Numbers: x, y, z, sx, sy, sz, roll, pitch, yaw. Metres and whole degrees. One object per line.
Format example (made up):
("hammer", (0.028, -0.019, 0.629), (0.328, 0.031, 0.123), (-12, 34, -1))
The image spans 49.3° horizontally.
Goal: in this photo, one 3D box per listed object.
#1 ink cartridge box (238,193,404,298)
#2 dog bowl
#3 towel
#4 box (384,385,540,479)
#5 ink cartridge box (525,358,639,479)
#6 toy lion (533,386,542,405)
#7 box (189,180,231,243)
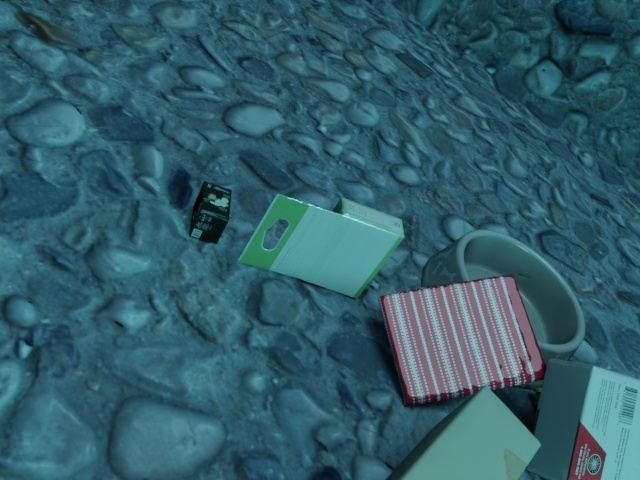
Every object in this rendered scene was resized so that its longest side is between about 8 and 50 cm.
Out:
("ink cartridge box", (0.000, 0.000, 1.191), (0.235, 0.171, 0.056), (20, 39, -18))
("dog bowl", (0.377, 0.121, 1.403), (0.349, 0.102, 0.348), (20, 40, -18))
("towel", (0.248, 0.168, 1.210), (0.275, 0.031, 0.198), (-7, 67, -16))
("box", (0.167, 0.345, 0.963), (0.121, 0.148, 0.311), (47, 40, 14))
("ink cartridge box", (0.506, 0.331, 1.182), (0.273, 0.114, 0.196), (19, 81, -19))
("toy lion", (0.447, 0.288, 1.275), (0.100, 0.096, 0.034), (10, 77, -30))
("box", (-0.187, -0.048, 1.191), (0.052, 0.062, 0.083), (18, 40, -18))
